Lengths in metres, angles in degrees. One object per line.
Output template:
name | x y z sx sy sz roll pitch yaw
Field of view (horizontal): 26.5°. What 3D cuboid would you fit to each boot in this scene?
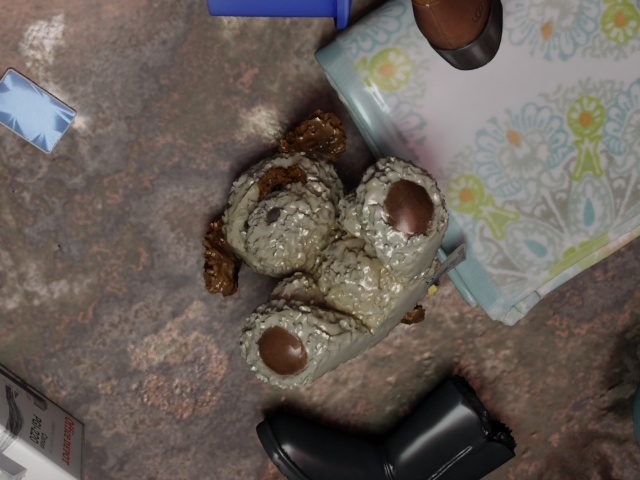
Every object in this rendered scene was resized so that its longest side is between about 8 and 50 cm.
boot | 0.078 0.217 1.506 0.207 0.094 0.246 -44 114 9
boot | 0.084 -0.325 1.234 0.096 0.280 0.264 -4 67 26

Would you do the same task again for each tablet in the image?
tablet | -0.299 -0.133 1.396 0.083 0.006 0.054 34 98 -17

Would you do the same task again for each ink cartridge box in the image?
ink cartridge box | -0.352 0.193 1.400 0.218 0.158 0.092 42 95 -17

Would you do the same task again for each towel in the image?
towel | 0.219 -0.131 1.437 0.320 0.090 0.374 -34 109 0

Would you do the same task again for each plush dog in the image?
plush dog | 0.000 0.000 1.393 0.225 0.210 0.262 43 100 20

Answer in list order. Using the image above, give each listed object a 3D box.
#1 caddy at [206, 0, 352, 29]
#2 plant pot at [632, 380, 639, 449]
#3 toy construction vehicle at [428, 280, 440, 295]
caddy | -0.028 -0.361 1.246 0.179 0.241 0.341 -5 116 -1
plant pot | 0.463 0.192 1.493 0.195 0.290 0.290 -28 112 38
toy construction vehicle | 0.075 0.038 1.488 0.086 0.035 0.098 -34 108 2
